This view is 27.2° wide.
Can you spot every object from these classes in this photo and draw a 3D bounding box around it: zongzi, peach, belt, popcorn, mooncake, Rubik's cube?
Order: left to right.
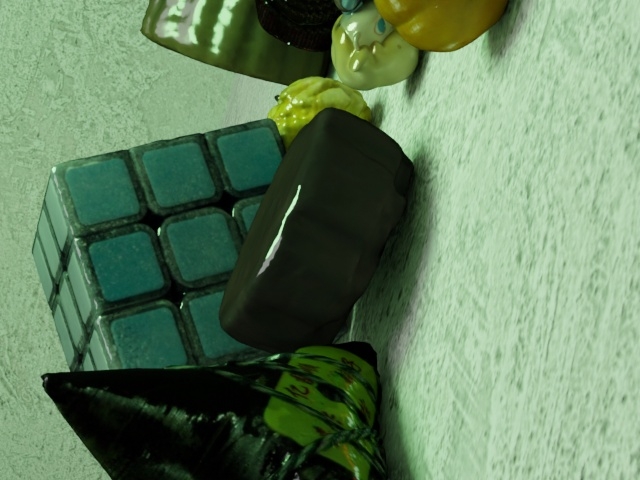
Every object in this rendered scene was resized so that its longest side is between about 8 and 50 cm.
[{"bbox_3d":[-0.180,0.059,1.701,0.305,0.301,0.304,68,158,15],"label":"Rubik's cube"},{"bbox_3d":[-0.097,0.200,1.241,0.319,0.362,0.383,-58,9,-1],"label":"zongzi"},{"bbox_3d":[-0.121,-0.372,2.158,0.324,0.324,0.187,-114,40,-72],"label":"mooncake"},{"bbox_3d":[-0.003,-0.141,1.741,0.152,0.148,0.167,57,168,23],"label":"popcorn"},{"bbox_3d":[0.000,0.000,1.460,0.283,0.141,0.283,-155,90,-83],"label":"mooncake"},{"bbox_3d":[0.004,-0.426,1.913,0.164,0.184,0.289,122,159,-83],"label":"belt"},{"bbox_3d":[0.117,-0.253,1.261,0.138,0.138,0.138,-166,90,-79],"label":"peach"}]

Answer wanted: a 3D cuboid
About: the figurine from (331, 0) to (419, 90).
[{"bbox_3d":[0.049,-0.271,1.545,0.114,0.108,0.196,-117,6,-64],"label":"figurine"}]
